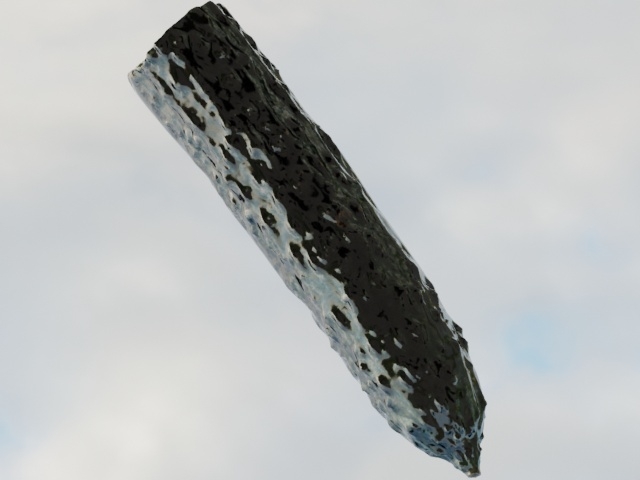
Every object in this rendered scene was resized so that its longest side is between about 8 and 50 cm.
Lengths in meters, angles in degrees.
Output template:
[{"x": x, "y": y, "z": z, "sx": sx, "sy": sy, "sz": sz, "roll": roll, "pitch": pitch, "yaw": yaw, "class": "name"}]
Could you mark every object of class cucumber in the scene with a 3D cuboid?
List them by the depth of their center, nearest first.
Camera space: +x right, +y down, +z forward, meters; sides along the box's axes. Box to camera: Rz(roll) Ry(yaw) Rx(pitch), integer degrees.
[{"x": 0.001, "y": 0.000, "z": 1.054, "sx": 0.072, "sy": 0.072, "sz": 0.300, "roll": -26, "pitch": -104, "yaw": -47, "class": "cucumber"}]
